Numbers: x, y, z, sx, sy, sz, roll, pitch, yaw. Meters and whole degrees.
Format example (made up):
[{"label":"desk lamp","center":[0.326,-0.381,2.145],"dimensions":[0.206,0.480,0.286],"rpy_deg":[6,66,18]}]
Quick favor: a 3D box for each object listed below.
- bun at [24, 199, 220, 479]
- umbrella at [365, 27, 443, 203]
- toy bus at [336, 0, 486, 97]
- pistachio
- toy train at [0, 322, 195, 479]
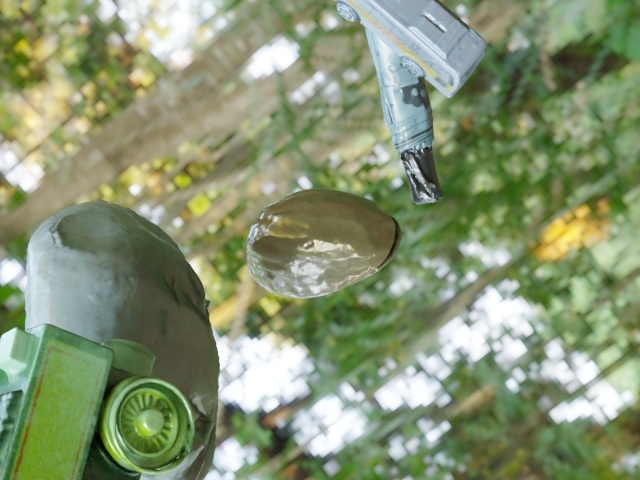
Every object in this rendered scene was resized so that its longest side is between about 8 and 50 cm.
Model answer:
[{"label":"bun","center":[-0.203,0.125,1.896],"dimensions":[0.354,0.194,0.354],"rpy_deg":[174,90,-85]},{"label":"umbrella","center":[0.088,-0.160,1.941],"dimensions":[0.053,0.052,0.250],"rpy_deg":[-90,-13,-73]},{"label":"toy bus","center":[0.080,-0.227,1.801],"dimensions":[0.190,0.064,0.075],"rpy_deg":[40,163,-3]},{"label":"pistachio","center":[0.000,0.000,2.049],"dimensions":[0.108,0.185,0.126],"rpy_deg":[34,-133,-62]},{"label":"toy train","center":[-0.230,0.206,1.596],"dimensions":[0.188,0.159,0.271],"rpy_deg":[26,-114,-28]}]
